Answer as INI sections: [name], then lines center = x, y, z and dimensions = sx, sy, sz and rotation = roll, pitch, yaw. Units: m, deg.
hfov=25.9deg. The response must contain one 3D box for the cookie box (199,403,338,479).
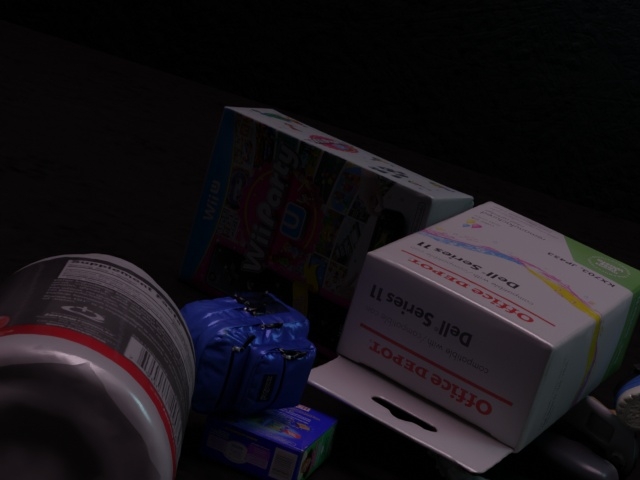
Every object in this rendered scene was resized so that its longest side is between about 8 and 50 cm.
[cookie box]
center = -0.043, 0.171, 1.219
dimensions = 0.092, 0.040, 0.107
rotation = 19, 14, 15

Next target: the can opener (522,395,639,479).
[can opener]
center = 0.207, 0.163, 1.451
dimensions = 0.095, 0.076, 0.283
rotation = -14, 38, -43

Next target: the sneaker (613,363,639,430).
[sneaker]
center = 0.366, 0.145, 1.382
dimensions = 0.152, 0.058, 0.084
rotation = -16, 11, 9

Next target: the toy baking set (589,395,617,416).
[toy baking set]
center = 0.214, 0.172, 1.602
dimensions = 0.256, 0.030, 0.197
rotation = 14, 11, -14

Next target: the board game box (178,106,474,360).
[board game box]
center = 0.000, 0.000, 1.590
dimensions = 0.303, 0.224, 0.097
rotation = 26, 17, 32

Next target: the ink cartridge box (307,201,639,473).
[ink cartridge box]
center = 0.160, 0.081, 1.349
dimensions = 0.207, 0.119, 0.353
rotation = 27, 24, 23

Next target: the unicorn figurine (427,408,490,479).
[unicorn figurine]
center = 0.157, 0.227, 1.243
dimensions = 0.162, 0.060, 0.111
rotation = 31, 2, -6

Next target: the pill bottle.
[pill bottle]
center = -0.180, 0.110, 0.988
dimensions = 0.176, 0.176, 0.318
rotation = 17, 12, -5

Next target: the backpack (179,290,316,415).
[backpack]
center = -0.072, 0.098, 1.185
dimensions = 0.120, 0.098, 0.101
rotation = 1, 19, -43
